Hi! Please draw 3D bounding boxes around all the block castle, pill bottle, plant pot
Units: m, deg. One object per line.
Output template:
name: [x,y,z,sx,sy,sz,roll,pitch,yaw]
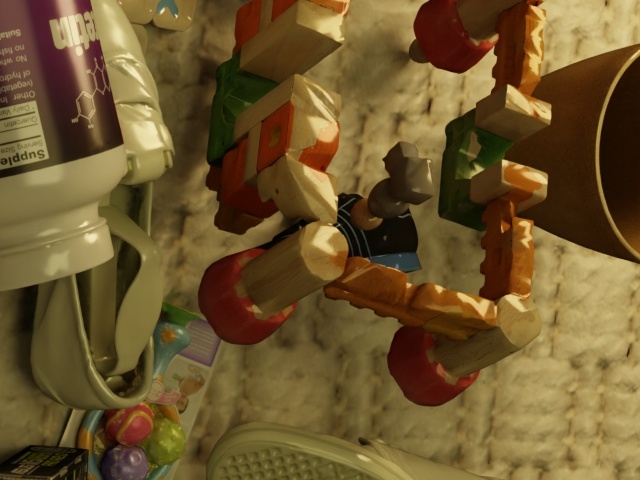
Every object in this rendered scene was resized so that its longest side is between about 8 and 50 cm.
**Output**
block castle: [0.048,-0.092,1.839,0.303,0.213,0.453,19,62,-27]
pill bottle: [-0.262,-0.129,1.537,0.181,0.181,0.323,-19,101,-36]
plant pot: [0.283,-0.092,2.035,0.237,0.254,0.237,-2,93,-39]

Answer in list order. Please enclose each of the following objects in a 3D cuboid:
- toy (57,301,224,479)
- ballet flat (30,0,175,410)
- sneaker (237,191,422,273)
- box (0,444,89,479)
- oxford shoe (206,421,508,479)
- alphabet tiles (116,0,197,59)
toy: [-0.168,0.173,1.821,0.137,0.056,0.237,25,77,-35]
ballet flat: [-0.185,-0.034,1.691,0.139,0.139,0.400,-10,110,-37]
sneaker: [0.000,0.000,1.937,0.232,0.081,0.090,-5,82,-38]
box: [-0.253,0.324,1.671,0.060,0.216,0.270,3,91,2]
oxford shoe: [0.070,0.276,1.979,0.449,0.169,0.130,22,35,-29]
alphabet tiles: [-0.183,-0.287,1.739,0.278,0.021,0.284,4,99,-57]
